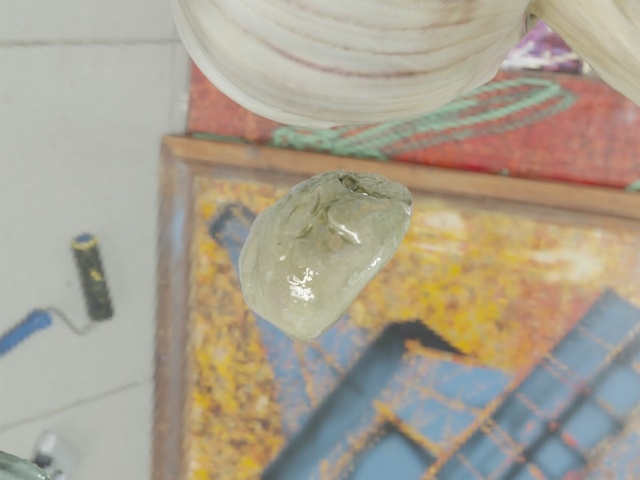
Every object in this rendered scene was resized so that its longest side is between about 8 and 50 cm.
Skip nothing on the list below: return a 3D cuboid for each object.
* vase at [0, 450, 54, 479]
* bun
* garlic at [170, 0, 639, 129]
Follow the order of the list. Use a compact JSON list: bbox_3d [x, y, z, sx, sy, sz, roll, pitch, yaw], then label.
[{"bbox_3d":[-0.145,0.173,0.477,0.086,0.086,0.214,63,31,-46],"label":"vase"},{"bbox_3d":[0.000,0.000,1.410,0.193,0.128,0.178,-48,-176,6],"label":"bun"},{"bbox_3d":[0.066,-0.087,0.476,0.199,0.226,0.199,-48,178,-3],"label":"garlic"}]
